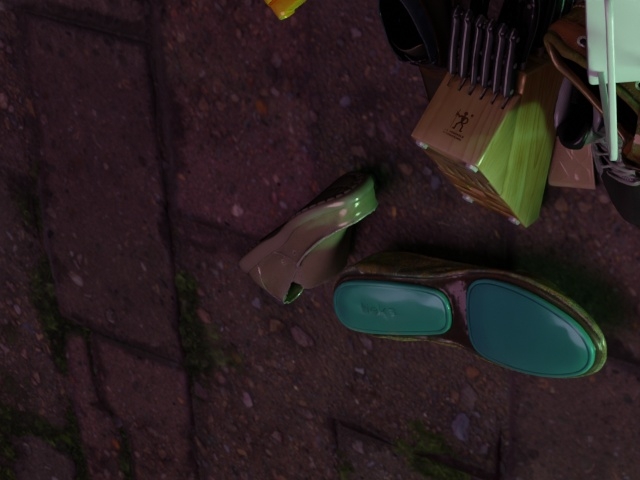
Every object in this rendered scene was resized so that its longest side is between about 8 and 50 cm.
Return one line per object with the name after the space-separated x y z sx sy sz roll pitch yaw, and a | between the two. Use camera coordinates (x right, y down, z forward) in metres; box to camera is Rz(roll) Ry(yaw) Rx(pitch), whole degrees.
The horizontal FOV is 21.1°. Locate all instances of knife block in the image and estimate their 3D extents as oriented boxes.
0.208 -0.169 1.809 0.088 0.242 0.276 29 173 29 | knife block

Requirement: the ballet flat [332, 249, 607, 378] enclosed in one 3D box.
0.180 0.072 1.963 0.348 0.123 0.123 9 122 31 | ballet flat

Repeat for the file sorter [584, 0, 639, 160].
0.369 -0.188 1.455 0.278 0.173 0.193 -5 128 6 | file sorter

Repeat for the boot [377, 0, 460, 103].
0.110 -0.198 1.845 0.082 0.106 0.219 7 121 36 | boot

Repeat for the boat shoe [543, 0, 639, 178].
0.329 -0.099 1.629 0.307 0.104 0.110 54 166 15 | boat shoe

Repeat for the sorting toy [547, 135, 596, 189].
0.260 -0.087 1.864 0.083 0.012 0.062 7 119 36 | sorting toy

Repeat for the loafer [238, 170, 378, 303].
0.000 0.000 2.078 0.092 0.102 0.268 51 146 -2 | loafer

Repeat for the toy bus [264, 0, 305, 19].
-0.002 -0.331 1.776 0.149 0.211 0.220 54 135 -1 | toy bus

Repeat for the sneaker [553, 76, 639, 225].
0.285 -0.099 1.748 0.086 0.132 0.228 3 119 38 | sneaker
